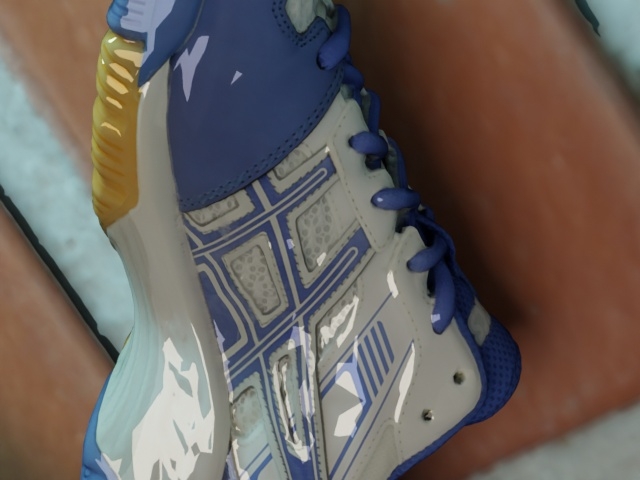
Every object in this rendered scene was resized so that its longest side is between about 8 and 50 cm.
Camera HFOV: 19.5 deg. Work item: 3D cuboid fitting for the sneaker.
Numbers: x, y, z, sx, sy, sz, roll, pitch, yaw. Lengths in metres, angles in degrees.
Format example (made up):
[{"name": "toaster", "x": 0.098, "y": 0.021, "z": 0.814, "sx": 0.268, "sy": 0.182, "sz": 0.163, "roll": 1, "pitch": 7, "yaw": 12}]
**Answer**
[{"name": "sneaker", "x": 0.000, "y": 0.000, "z": 0.570, "sx": 0.131, "sy": 0.112, "sz": 0.297, "roll": 7, "pitch": 116, "yaw": 6}]
